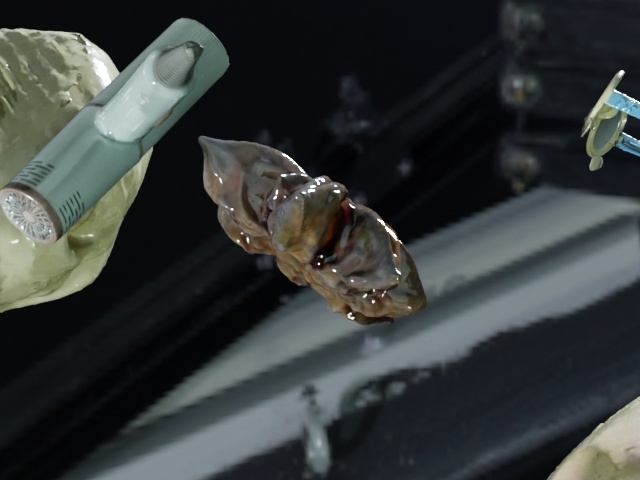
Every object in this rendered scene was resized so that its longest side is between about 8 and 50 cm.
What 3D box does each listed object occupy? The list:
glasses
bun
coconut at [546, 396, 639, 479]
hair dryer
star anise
[{"bbox_3d":[0.407,-0.129,1.851,0.221,0.189,0.088,7,-100,14],"label":"glasses"},{"bbox_3d":[-0.343,-0.052,1.618,0.326,0.234,0.362,20,-128,29],"label":"bun"},{"bbox_3d":[0.249,0.220,1.104,0.233,0.245,0.233,-33,-153,20],"label":"coconut"},{"bbox_3d":[-0.076,-0.082,0.829,0.044,0.183,0.155,44,-123,-9],"label":"hair dryer"},{"bbox_3d":[-0.011,-0.010,1.785,0.315,0.315,0.108,33,-96,33],"label":"star anise"}]
